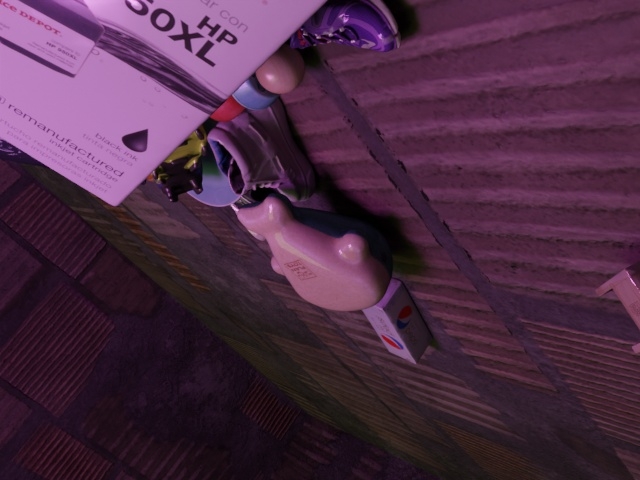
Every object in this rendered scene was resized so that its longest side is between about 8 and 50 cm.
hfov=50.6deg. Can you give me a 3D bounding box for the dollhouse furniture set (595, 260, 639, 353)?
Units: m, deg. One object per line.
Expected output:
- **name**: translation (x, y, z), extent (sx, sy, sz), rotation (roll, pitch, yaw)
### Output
- **dollhouse furniture set**: translation (0.415, 0.085, 0.701), extent (0.183, 0.129, 0.129), rotation (62, 166, 18)

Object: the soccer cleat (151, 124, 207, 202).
- **soccer cleat**: translation (-0.228, -0.147, 1.021), extent (0.289, 0.094, 0.121), rotation (127, 122, -74)

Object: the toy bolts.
- **toy bolts**: translation (-0.135, -0.214, 0.800), extent (0.229, 0.218, 0.159), rotation (28, 162, -39)

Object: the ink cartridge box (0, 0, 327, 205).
- **ink cartridge box**: translation (-0.180, -0.225, 0.532), extent (0.286, 0.166, 0.395), rotation (34, 145, -22)

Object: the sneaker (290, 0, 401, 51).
- **sneaker**: translation (0.007, -0.221, 0.704), extent (0.170, 0.071, 0.068), rotation (23, 157, 30)

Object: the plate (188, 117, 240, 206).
- **plate**: translation (-0.195, -0.145, 1.150), extent (0.188, 0.024, 0.188), rotation (19, 129, 25)

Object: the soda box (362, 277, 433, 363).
- **soda box**: translation (0.146, 0.154, 1.324), extent (0.074, 0.069, 0.216), rotation (20, 154, 39)

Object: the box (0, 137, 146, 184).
- **box**: translation (-0.398, -0.239, 0.993), extent (0.313, 0.178, 0.343), rotation (11, 164, -11)

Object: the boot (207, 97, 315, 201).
- **boot**: translation (-0.094, -0.113, 1.033), extent (0.095, 0.123, 0.258), rotation (24, 157, 32)

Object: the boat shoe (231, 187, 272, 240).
- **boat shoe**: translation (-0.146, -0.108, 1.235), extent (0.079, 0.084, 0.233), rotation (-32, 108, 30)

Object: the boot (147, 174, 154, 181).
- **boot**: translation (-0.374, -0.219, 1.288), extent (0.211, 0.104, 0.295), rotation (46, 162, -26)

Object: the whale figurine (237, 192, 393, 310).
- **whale figurine**: translation (0.000, 0.000, 1.088), extent (0.272, 0.141, 0.216), rotation (39, 146, -26)
